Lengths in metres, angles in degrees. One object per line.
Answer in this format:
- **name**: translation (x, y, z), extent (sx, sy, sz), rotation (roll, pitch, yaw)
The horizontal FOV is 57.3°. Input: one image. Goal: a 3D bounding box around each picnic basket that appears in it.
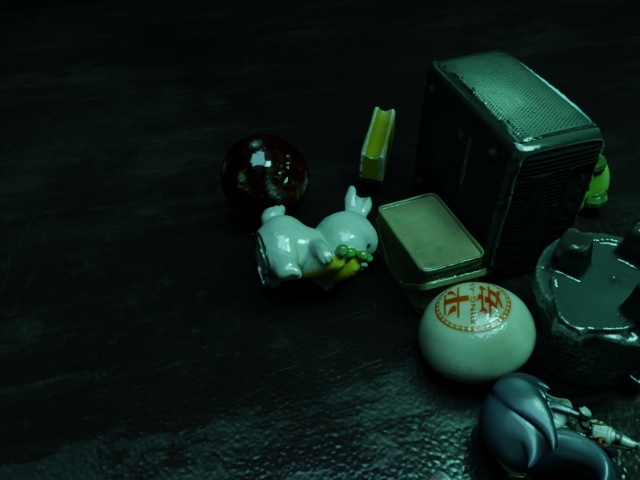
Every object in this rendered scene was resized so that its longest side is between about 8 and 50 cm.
- **picnic basket**: translation (0.246, 0.026, 1.342), extent (0.165, 0.139, 0.266), rotation (-15, 43, -13)

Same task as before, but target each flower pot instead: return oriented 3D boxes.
- **flower pot**: translation (0.543, 0.131, 1.139), extent (0.299, 0.282, 0.299), rotation (0, 45, 0)

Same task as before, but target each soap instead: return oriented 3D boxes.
- **soap**: translation (0.157, -0.251, 1.631), extent (0.073, 0.140, 0.232), rotation (8, 45, 10)

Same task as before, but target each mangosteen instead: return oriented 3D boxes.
- **mangosteen**: translation (-0.161, -0.156, 1.513), extent (0.261, 0.235, 0.235), rotation (-5, 32, 48)

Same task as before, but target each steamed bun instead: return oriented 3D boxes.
- **steamed bun**: translation (0.305, 0.166, 1.164), extent (0.232, 0.145, 0.232), rotation (-12, 26, 6)

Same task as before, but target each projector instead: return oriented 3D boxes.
- **projector**: translation (0.403, -0.180, 1.374), extent (0.242, 0.395, 0.405), rotation (-13, 46, -14)

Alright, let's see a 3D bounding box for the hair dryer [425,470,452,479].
- **hair dryer**: translation (0.219, 0.472, 0.972), extent (0.106, 0.054, 0.154), rotation (-38, 59, -25)

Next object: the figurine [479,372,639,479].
- **figurine**: translation (0.407, 0.343, 1.012), extent (0.197, 0.175, 0.265), rotation (-36, 46, -24)

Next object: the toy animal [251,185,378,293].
- **toy animal**: translation (0.002, 0.006, 1.346), extent (0.310, 0.182, 0.247), rotation (-16, 47, -15)

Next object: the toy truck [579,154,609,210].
- **toy truck**: translation (0.628, -0.153, 1.533), extent (0.187, 0.148, 0.210), rotation (-27, 30, -19)
